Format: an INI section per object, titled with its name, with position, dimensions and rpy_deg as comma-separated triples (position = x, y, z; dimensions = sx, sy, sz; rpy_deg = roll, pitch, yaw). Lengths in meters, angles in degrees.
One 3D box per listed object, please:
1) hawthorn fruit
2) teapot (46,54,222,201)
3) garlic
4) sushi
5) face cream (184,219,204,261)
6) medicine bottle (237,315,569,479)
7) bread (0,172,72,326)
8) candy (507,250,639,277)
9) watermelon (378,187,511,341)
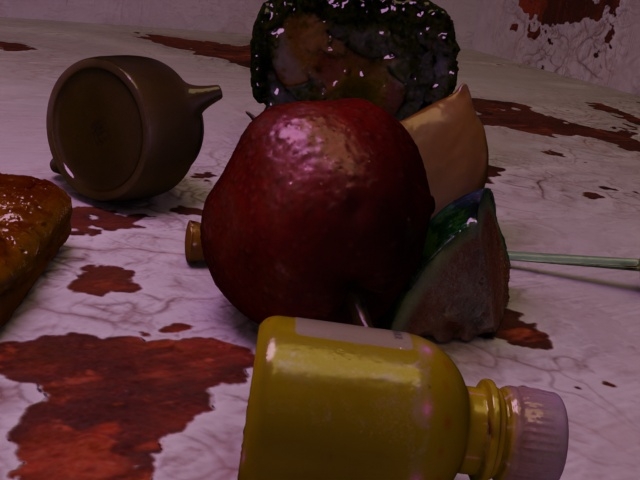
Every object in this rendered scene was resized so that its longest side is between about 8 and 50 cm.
[hawthorn fruit]
position = 0.000, 0.000, 0.811
dimensions = 0.210, 0.230, 0.266
rpy_deg = 28, 31, -35
[teapot]
position = -0.244, -0.143, 1.154
dimensions = 0.268, 0.185, 0.175
rpy_deg = -21, -5, 33
[garlic]
position = 0.059, -0.084, 1.099
dimensions = 0.338, 0.196, 0.151
rpy_deg = -12, 13, -29
[sushi]
position = 0.057, -0.282, 1.488
dimensions = 0.352, 0.294, 0.178
rpy_deg = 11, 17, 2
[face cream]
position = -0.062, 0.004, 0.990
dimensions = 0.182, 0.051, 0.072
rpy_deg = 2, 24, -15
[medicine bottle]
position = 0.056, 0.124, 0.599
dimensions = 0.213, 0.121, 0.122
rpy_deg = 8, 19, -3
[bread]
position = -0.332, 0.006, 0.835
dimensions = 0.139, 0.077, 0.271
rpy_deg = 6, 22, 0
[candy]
position = 0.324, 0.026, 1.094
dimensions = 0.336, 0.093, 0.092
rpy_deg = 2, -25, 8
[watermelon]
position = 0.142, 0.008, 0.926
dimensions = 0.128, 0.146, 0.231
rpy_deg = 14, 22, 15
